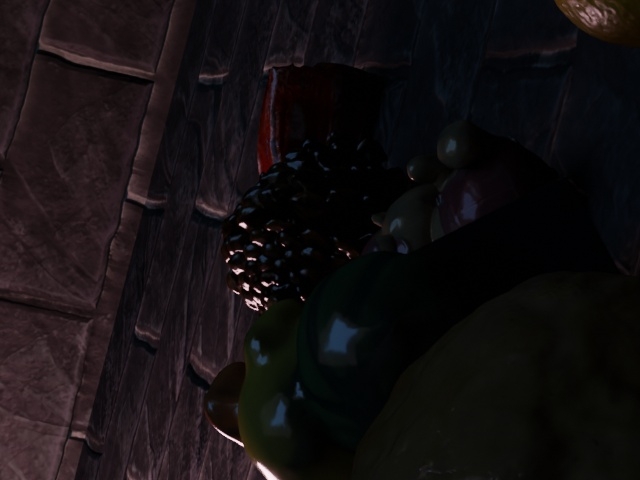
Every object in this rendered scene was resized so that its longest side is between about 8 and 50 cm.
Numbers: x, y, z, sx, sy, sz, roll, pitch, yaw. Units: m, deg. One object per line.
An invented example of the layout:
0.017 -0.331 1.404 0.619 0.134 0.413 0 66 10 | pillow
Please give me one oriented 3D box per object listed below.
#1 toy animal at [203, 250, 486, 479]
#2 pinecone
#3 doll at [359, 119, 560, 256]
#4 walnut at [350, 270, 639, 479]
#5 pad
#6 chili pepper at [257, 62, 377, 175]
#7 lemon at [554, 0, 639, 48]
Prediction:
0.029 0.145 1.608 0.338 0.216 0.191 -42 17 50 | toy animal
0.000 0.000 2.068 0.224 0.224 0.272 -60 3 42 | pinecone
0.124 0.012 1.710 0.256 0.152 0.196 -44 27 46 | doll
0.182 0.196 1.065 0.383 0.384 0.383 -166 90 -73 | walnut
0.178 0.051 1.547 0.245 0.006 0.170 -29 91 55 | pad
-0.019 -0.112 2.340 0.136 0.144 0.252 10 93 36 | chili pepper
0.276 -0.249 1.429 0.257 0.188 0.188 -34 44 57 | lemon
